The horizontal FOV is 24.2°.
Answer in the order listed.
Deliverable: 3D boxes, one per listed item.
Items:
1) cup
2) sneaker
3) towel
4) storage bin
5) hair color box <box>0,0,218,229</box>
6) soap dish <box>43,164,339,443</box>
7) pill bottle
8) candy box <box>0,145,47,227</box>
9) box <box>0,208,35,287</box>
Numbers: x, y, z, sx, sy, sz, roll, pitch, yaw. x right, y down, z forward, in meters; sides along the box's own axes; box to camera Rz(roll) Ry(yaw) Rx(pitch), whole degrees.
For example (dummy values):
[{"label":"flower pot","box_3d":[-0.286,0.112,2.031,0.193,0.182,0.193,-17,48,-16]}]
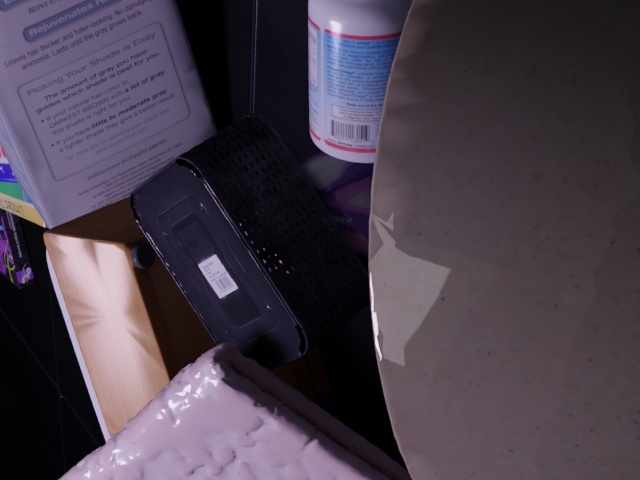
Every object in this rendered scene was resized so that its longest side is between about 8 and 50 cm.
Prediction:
[{"label":"cup","box_3d":[0.205,-0.005,0.692,0.237,0.331,0.331,2,113,33]},{"label":"sneaker","box_3d":[0.000,0.000,1.263,0.104,0.095,0.236,58,151,5]},{"label":"towel","box_3d":[-0.057,0.255,1.285,0.317,0.053,0.332,36,128,-16]},{"label":"storage bin","box_3d":[-0.056,0.006,1.189,0.180,0.084,0.122,58,145,-2]},{"label":"hair color box","box_3d":[-0.233,-0.204,1.335,0.113,0.185,0.374,48,160,45]},{"label":"soap dish","box_3d":[-0.110,0.091,1.393,0.118,0.229,0.291,-8,102,45]},{"label":"pill bottle","box_3d":[0.034,-0.144,1.094,0.087,0.087,0.160,40,141,43]},{"label":"candy box","box_3d":[-0.305,-0.191,1.599,0.268,0.122,0.317,15,114,58]},{"label":"box","box_3d":[-0.460,-0.022,2.144,0.116,0.029,0.162,25,129,54]}]
